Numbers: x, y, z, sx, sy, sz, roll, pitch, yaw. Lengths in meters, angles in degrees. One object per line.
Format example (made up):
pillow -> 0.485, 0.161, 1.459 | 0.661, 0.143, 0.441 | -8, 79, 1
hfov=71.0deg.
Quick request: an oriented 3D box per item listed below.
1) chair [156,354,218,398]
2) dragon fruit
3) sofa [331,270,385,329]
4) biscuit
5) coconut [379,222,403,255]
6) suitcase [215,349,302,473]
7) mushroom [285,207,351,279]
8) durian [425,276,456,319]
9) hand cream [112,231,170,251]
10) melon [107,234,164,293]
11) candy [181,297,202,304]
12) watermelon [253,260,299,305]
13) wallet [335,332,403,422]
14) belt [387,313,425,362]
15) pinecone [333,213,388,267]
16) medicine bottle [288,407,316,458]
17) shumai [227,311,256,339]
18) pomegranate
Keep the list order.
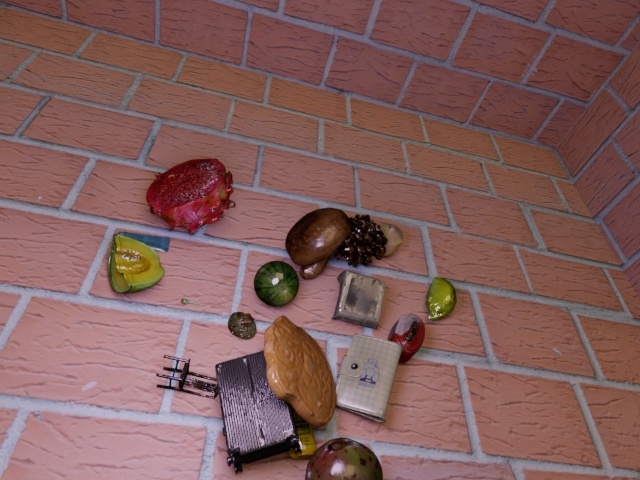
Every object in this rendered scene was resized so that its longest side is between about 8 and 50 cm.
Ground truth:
chair -> -0.440, 0.467, 1.528 | 0.212, 0.102, 0.084 | 14, 46, -6
dragon fruit -> -0.556, -0.179, 1.969 | 0.370, 0.249, 0.386 | 16, 51, 33
sofa -> 0.159, 0.260, 1.960 | 0.210, 0.176, 0.226 | 14, 74, -8
biscuit -> -0.060, 0.439, 1.560 | 0.365, 0.062, 0.385 | 47, 17, -26
coconut -> 0.330, -0.013, 2.222 | 0.147, 0.153, 0.147 | 11, 44, -11
suitcase -> -0.209, 0.544, 1.470 | 0.229, 0.152, 0.335 | -14, 54, -9
mushroom -> -0.014, -0.019, 1.981 | 0.239, 0.345, 0.345 | 43, 28, -43
durian -> 0.564, 0.273, 2.089 | 0.139, 0.101, 0.250 | -8, 41, 21
hand cream -> -0.753, 0.000, 1.890 | 0.224, 0.048, 0.083 | 11, 46, -19
melon -> -0.716, 0.119, 1.744 | 0.169, 0.129, 0.265 | 8, 39, -44
candy -> -0.507, 0.244, 1.769 | 0.083, 0.025, 0.023 | 12, 73, -21
watermelon -> -0.183, 0.176, 1.839 | 0.187, 0.214, 0.188 | 0, 90, -20
wallet -> 0.177, 0.511, 1.705 | 0.223, 0.077, 0.310 | 13, 46, 16
belt -> 0.361, 0.401, 1.873 | 0.128, 0.124, 0.201 | 28, 46, 3
pinecone -> 0.189, 0.013, 2.099 | 0.243, 0.257, 0.243 | 36, 3, -2
medicine bottle -> -0.081, 0.613, 1.554 | 0.094, 0.064, 0.261 | -2, 49, -15
shumai -> -0.300, 0.314, 1.731 | 0.123, 0.087, 0.099 | 32, 47, 11
pomegranate -> 0.093, 0.768, 1.382 | 0.242, 0.242, 0.306 | -27, 82, -37
